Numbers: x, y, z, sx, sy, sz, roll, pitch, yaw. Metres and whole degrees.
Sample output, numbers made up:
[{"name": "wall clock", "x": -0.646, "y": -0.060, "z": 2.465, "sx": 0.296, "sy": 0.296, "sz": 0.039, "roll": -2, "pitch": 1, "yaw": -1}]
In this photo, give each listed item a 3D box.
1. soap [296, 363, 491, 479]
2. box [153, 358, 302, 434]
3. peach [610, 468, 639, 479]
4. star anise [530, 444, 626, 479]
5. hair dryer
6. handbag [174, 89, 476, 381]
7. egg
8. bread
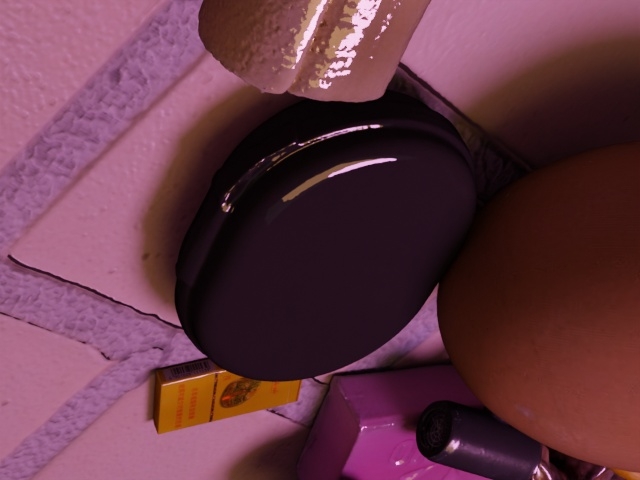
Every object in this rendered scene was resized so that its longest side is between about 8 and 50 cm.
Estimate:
[{"name": "soap", "x": 0.116, "y": 0.223, "z": 1.378, "sx": 0.259, "sy": 0.081, "sz": 0.181, "roll": -3, "pitch": 136, "yaw": -28}, {"name": "box", "x": -0.091, "y": 0.148, "z": 1.219, "sx": 0.155, "sy": 0.023, "sz": 0.087, "roll": -10, "pitch": 136, "yaw": -21}, {"name": "peach", "x": 0.395, "y": 0.190, "z": 1.426, "sx": 0.190, "sy": 0.190, "sz": 0.192, "roll": -4, "pitch": 137, "yaw": -27}, {"name": "star anise", "x": 0.282, "y": 0.351, "z": 1.599, "sx": 0.315, "sy": 0.108, "sz": 0.315, "roll": -16, "pitch": 138, "yaw": -15}, {"name": "hair dryer", "x": 0.195, "y": 0.127, "z": 1.277, "sx": 0.128, "sy": 0.070, "sz": 0.255, "roll": 18, "pitch": 90, "yaw": -30}, {"name": "handbag", "x": -0.001, "y": -0.001, "z": 1.049, "sx": 0.253, "sy": 0.093, "sz": 0.308, "roll": 4, "pitch": 132, "yaw": -32}, {"name": "egg", "x": 0.293, "y": 0.060, "z": 1.090, "sx": 0.374, "sy": 0.301, "sz": 0.301, "roll": -5, "pitch": 148, "yaw": 23}, {"name": "bread", "x": 0.004, "y": -0.182, "z": 0.815, "sx": 0.148, "sy": 0.134, "sz": 0.141, "roll": -5, "pitch": 133, "yaw": -43}]
